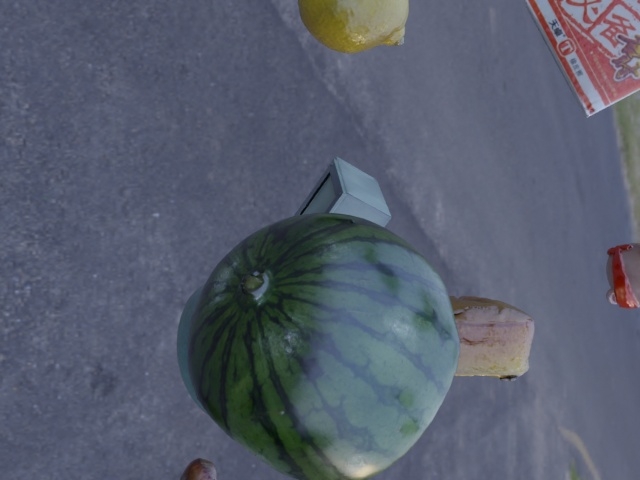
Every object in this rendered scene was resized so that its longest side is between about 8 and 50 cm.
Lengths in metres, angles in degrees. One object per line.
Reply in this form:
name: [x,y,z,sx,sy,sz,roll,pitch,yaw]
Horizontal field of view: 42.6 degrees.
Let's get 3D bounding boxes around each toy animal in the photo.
toy animal: [0.653,0.052,1.630,0.198,0.171,0.171,-56,176,34]

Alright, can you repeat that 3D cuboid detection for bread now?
bread: [0.239,0.167,1.435,0.195,0.269,0.143,125,-36,-88]

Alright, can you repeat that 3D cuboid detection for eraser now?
eraser: [0.360,-0.258,0.896,0.157,0.230,0.038,63,14,4]

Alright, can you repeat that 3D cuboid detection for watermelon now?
watermelon: [-0.010,0.094,0.929,0.189,0.331,0.331,52,43,-61]

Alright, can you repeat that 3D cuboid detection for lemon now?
lemon: [0.060,-0.432,1.495,0.244,0.187,0.187,22,65,-31]

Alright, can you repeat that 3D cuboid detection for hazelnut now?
hazelnut: [-0.240,0.473,1.620,0.086,0.086,0.086,-2,90,-65]

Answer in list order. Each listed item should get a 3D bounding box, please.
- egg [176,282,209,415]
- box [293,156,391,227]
egg: [-0.122,0.163,1.188,0.169,0.169,0.236,-49,139,-56]
box: [0.000,0.000,1.276,0.086,0.225,0.129,28,23,-21]
